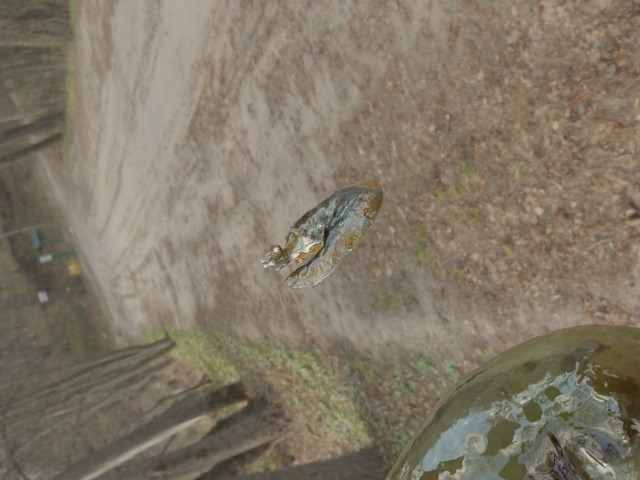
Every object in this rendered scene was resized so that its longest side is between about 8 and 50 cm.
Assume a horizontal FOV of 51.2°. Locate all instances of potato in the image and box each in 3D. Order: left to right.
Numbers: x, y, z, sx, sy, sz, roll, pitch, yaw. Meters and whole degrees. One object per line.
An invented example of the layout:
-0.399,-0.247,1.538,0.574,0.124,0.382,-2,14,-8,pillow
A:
0.119,0.156,0.376,0.165,0.262,0.165,43,-170,-9,potato

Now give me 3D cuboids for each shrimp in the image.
-0.003,-0.003,0.755,0.051,0.132,0.187,42,132,-13,shrimp
